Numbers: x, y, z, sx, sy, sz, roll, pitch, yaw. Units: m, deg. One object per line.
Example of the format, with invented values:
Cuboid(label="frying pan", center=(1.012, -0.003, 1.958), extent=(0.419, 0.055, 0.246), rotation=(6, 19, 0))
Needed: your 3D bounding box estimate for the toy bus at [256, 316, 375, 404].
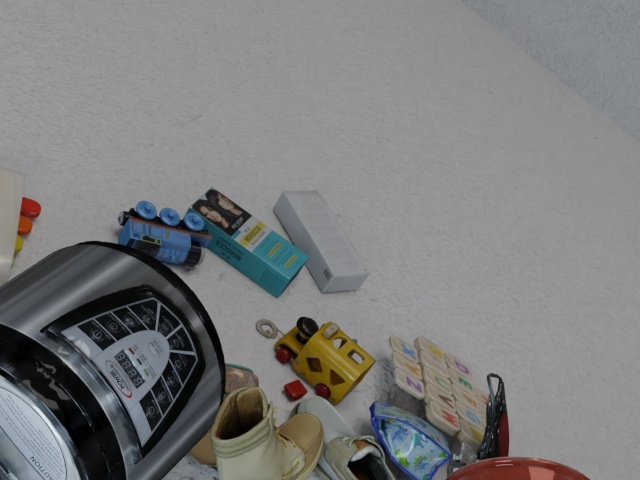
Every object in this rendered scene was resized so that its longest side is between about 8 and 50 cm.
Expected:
Cuboid(label="toy bus", center=(0.003, 0.200, 2.077), extent=(0.202, 0.104, 0.191), rotation=(12, 41, -26))

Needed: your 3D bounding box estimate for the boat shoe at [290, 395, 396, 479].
Cuboid(label="boat shoe", center=(0.060, 0.378, 1.917), extent=(0.113, 0.103, 0.302), rotation=(-9, 53, -42))

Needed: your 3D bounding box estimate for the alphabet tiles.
Cuboid(label="alphabet tiles", center=(0.249, 0.290, 2.157), extent=(0.278, 0.021, 0.284), rotation=(34, 21, -17))

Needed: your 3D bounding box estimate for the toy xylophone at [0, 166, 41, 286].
Cuboid(label="toy xylophone", center=(-0.609, -0.039, 1.919), extent=(0.236, 0.081, 0.322), rotation=(21, 38, -15))

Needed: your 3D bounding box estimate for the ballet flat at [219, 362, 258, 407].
Cuboid(label="ballet flat", center=(-0.243, 0.240, 1.860), extent=(0.316, 0.107, 0.106), rotation=(14, 54, -23))

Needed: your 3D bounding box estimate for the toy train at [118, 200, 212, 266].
Cuboid(label="toy train", center=(-0.294, -0.005, 2.121), extent=(0.184, 0.080, 0.105), rotation=(15, 49, -26))

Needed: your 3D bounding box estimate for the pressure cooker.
Cuboid(label="pressure cooker", center=(-0.372, 0.239, 1.549), extent=(0.370, 0.375, 0.420), rotation=(17, 31, 22))

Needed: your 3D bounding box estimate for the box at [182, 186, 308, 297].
Cuboid(label="box", center=(-0.150, 0.002, 2.227), extent=(0.244, 0.060, 0.100), rotation=(36, 36, 3))

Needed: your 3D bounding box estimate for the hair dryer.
Cuboid(label="hair dryer", center=(0.332, 0.393, 2.022), extent=(0.080, 0.293, 0.223), rotation=(14, 63, 34))

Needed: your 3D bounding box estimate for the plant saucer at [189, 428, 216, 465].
Cuboid(label="plant saucer", center=(-0.188, 0.340, 1.852), extent=(0.083, 0.015, 0.083), rotation=(20, 38, -17))

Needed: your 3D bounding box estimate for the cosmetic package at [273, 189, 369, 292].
Cuboid(label="cosmetic package", center=(0.000, 0.000, 2.339), extent=(0.099, 0.060, 0.239), rotation=(-4, 50, -37))

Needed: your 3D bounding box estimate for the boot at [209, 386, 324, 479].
Cuboid(label="boot", center=(-0.082, 0.307, 1.786), extent=(0.095, 0.203, 0.262), rotation=(20, 39, 31))

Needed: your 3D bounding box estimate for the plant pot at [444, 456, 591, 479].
Cuboid(label="plant pot", center=(0.323, 0.537, 1.821), extent=(0.272, 0.272, 0.265), rotation=(22, 46, -14))

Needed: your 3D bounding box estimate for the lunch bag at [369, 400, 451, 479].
Cuboid(label="lunch bag", center=(0.148, 0.349, 1.986), extent=(0.151, 0.096, 0.129), rotation=(41, 3, -1))
